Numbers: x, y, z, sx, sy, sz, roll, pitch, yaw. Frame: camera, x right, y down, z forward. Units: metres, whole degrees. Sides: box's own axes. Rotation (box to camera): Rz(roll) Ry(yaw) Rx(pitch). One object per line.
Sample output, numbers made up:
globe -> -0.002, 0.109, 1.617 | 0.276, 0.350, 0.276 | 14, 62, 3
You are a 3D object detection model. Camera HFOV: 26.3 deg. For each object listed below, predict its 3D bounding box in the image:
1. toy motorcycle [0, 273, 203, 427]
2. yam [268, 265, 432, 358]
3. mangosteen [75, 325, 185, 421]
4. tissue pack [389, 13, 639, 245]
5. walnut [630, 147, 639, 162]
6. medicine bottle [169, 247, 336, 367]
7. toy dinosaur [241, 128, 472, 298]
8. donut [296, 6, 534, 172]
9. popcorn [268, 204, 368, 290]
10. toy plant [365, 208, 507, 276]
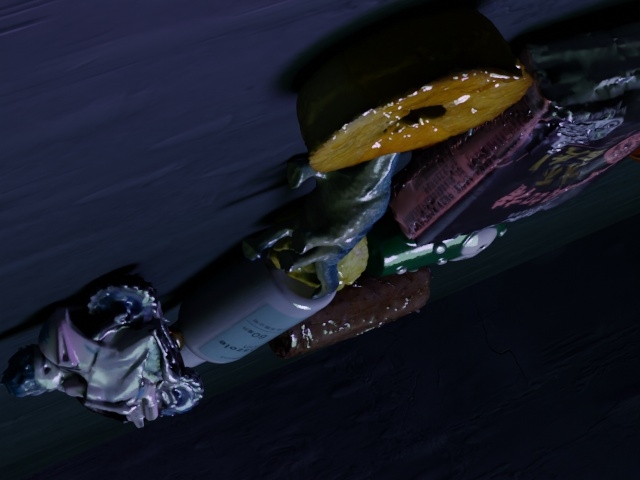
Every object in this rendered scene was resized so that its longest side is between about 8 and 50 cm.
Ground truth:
toy motorcycle -> -0.252, 0.138, 1.531 | 0.204, 0.239, 0.108 | -18, -148, 1
yam -> 0.035, 0.095, 2.143 | 0.279, 0.131, 0.131 | -20, 170, -29
mangosteen -> -0.233, 0.149, 1.684 | 0.152, 0.152, 0.152 | -24, 172, -4
tissue pack -> 0.229, -0.117, 1.415 | 0.245, 0.123, 0.332 | -14, 165, -27
walnut -> 0.517, -0.166, 1.990 | 0.207, 0.116, 0.115 | -22, 175, 37
medicine bottle -> -0.117, 0.095, 1.735 | 0.110, 0.110, 0.352 | -18, 169, -41
toy dinosaur -> 0.017, -0.031, 1.359 | 0.147, 0.076, 0.363 | -15, 151, -35
donut -> 0.066, -0.120, 1.072 | 0.190, 0.075, 0.174 | -19, 172, -13
popcorn -> 0.000, 0.000, 1.553 | 0.106, 0.120, 0.116 | -64, -169, 11
toy plant -> 0.167, -0.028, 1.780 | 0.243, 0.113, 0.232 | -17, 168, -45
